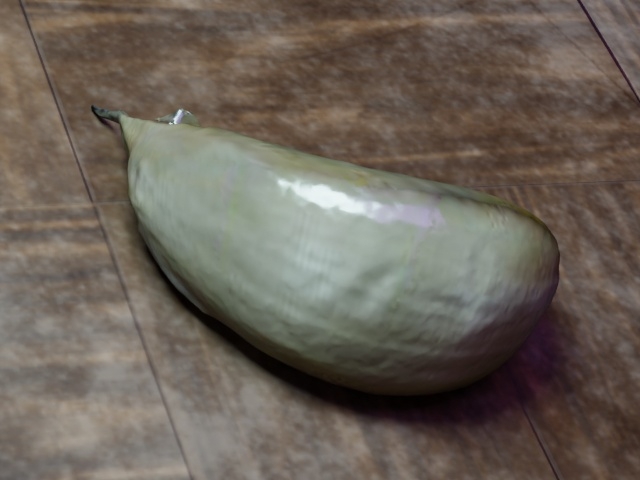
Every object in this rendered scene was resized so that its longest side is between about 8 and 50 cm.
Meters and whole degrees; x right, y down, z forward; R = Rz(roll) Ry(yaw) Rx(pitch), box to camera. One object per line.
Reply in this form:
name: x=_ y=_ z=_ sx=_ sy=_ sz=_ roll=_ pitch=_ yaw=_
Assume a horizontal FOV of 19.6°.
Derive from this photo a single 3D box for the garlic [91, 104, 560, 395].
garlic: x=-0.012 y=0.001 z=1.206 sx=0.339 sy=0.151 sz=0.196 roll=16 pitch=16 yaw=0
